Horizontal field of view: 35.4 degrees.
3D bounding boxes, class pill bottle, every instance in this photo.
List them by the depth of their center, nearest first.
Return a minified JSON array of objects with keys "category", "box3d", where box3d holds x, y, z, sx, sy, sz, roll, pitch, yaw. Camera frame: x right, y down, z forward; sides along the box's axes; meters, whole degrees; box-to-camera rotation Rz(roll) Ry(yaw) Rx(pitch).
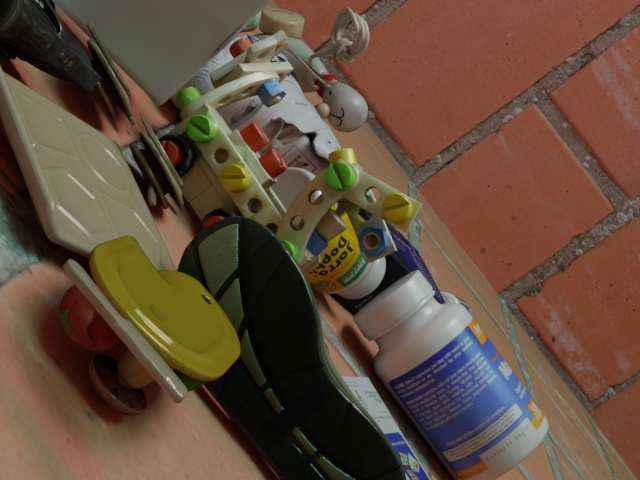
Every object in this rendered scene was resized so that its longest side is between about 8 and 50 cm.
[{"category":"pill bottle","box3d":[0.000,0.000,1.295,0.208,0.117,0.118,39,18,-51]},{"category":"pill bottle","box3d":[0.168,0.179,1.343,0.272,0.152,0.152,54,12,0]},{"category":"pill bottle","box3d":[0.238,0.140,1.905,0.078,0.078,0.137,58,13,23]}]

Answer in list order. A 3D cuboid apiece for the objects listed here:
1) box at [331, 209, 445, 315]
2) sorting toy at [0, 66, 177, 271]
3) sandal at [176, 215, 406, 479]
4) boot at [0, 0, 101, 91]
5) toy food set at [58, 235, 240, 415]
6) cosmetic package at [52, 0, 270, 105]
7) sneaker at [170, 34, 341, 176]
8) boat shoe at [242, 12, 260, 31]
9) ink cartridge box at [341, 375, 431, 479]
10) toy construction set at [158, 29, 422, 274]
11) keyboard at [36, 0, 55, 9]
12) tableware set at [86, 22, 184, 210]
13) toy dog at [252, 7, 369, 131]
[{"category":"box","box3d":[0.081,0.042,1.507,0.207,0.108,0.153,43,16,-42]},{"category":"sorting toy","box3d":[-0.203,-0.043,0.853,0.193,0.038,0.208,61,9,30]},{"category":"sandal","box3d":[-0.033,0.124,0.875,0.303,0.120,0.086,62,-5,-4]},{"category":"boot","box3d":[-0.315,-0.227,0.850,0.263,0.091,0.229,43,0,1]},{"category":"toy food set","box3d":[-0.133,0.068,0.719,0.128,0.071,0.218,47,8,2]},{"category":"cosmetic package","box3d":[-0.231,-0.358,1.059,0.385,0.217,0.156,46,7,-24]},{"category":"sneaker","box3d":[-0.075,-0.164,1.421,0.210,0.137,0.366,56,15,2]},{"category":"boat shoe","box3d":[-0.231,-0.462,1.788,0.305,0.091,0.109,32,67,-49]},{"category":"ink cartridge box","box3d":[0.085,0.281,0.956,0.333,0.065,0.165,56,12,20]},{"category":"toy construction set","box3d":[-0.053,-0.091,1.111,0.328,0.215,0.151,59,11,25]},{"category":"keyboard","box3d":[-0.311,-0.280,1.080,0.072,0.014,0.256,46,7,-30]},{"category":"tableware set","box3d":[-0.199,-0.112,1.016,0.194,0.039,0.128,60,-11,4]},{"category":"toy dog","box3d":[-0.063,-0.298,1.777,0.333,0.160,0.220,20,-64,57]}]
